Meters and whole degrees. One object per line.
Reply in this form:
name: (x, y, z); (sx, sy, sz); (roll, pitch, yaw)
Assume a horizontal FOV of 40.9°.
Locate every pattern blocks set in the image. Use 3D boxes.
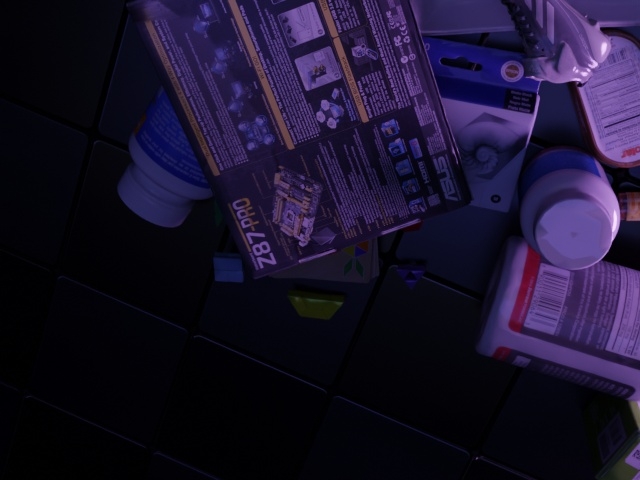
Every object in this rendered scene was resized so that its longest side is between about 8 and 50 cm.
pattern blocks set: (0.000, 0.000, 1.269); (0.325, 0.026, 0.285); (11, 125, -2)

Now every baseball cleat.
baseball cleat: (0.266, -0.267, 1.068); (0.206, 0.072, 0.109); (33, 96, -8)

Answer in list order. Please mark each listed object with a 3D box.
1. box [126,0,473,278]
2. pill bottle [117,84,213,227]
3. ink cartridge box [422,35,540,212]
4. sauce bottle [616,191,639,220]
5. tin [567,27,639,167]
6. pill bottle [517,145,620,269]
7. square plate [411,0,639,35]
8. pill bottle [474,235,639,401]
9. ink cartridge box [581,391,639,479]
box: (-0.014, -0.176, 1.083); (0.318, 0.097, 0.395); (-21, 114, 5)
pill bottle: (-0.179, -0.156, 1.224); (0.152, 0.152, 0.272); (37, 111, -2)
ink cartridge box: (0.175, -0.158, 1.174); (0.223, 0.045, 0.224); (11, 125, 8)
sauce bottle: (0.475, -0.048, 1.179); (0.128, 0.042, 0.042); (-2, 108, 11)
tin: (0.394, -0.188, 1.143); (0.106, 0.040, 0.189); (-19, 100, 14)
pill bottle: (0.321, -0.043, 1.116); (0.124, 0.221, 0.124); (4, 109, 11)
square plate: (0.281, -0.438, 1.063); (0.344, 0.049, 0.347); (-1, 114, 8)
pill bottle: (0.387, 0.118, 1.180); (0.318, 0.176, 0.176); (17, 111, 6)
ink cartridge box: (0.514, 0.321, 1.214); (0.255, 0.189, 0.097); (32, 111, 0)
